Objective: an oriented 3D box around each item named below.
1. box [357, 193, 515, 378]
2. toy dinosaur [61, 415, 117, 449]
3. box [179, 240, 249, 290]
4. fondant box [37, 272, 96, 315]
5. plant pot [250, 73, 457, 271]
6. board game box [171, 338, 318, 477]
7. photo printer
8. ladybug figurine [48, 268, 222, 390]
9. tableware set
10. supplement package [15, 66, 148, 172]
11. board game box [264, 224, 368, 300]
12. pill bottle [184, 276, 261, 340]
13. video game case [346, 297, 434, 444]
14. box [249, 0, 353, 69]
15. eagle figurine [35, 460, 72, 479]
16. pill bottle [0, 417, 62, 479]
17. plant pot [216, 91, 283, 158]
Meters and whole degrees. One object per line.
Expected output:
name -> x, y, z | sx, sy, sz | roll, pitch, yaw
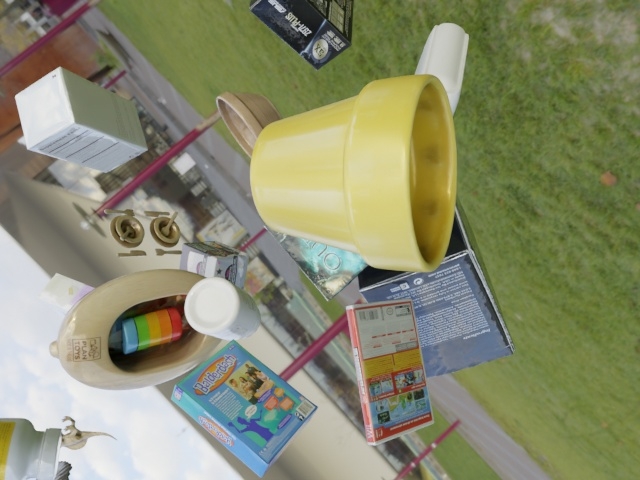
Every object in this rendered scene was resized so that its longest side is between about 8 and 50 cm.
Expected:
box -> 0.303, 0.051, 1.587 | 0.472, 0.297, 0.480 | 53, -158, -40
toy dinosaur -> -0.589, 0.469, 1.338 | 0.053, 0.183, 0.092 | -111, 2, -60
box -> -0.335, 0.143, 1.693 | 0.163, 0.247, 0.142 | 20, -164, 35
fondant box -> -0.649, 0.248, 1.679 | 0.238, 0.096, 0.330 | 13, 150, 34
plant pot -> 0.044, -0.089, 0.770 | 0.239, 0.254, 0.254 | 2, 149, 25
board game box -> -0.133, 0.291, 0.996 | 0.210, 0.160, 0.047 | 36, 127, 16
photo printer -> 0.272, -0.346, 1.369 | 0.107, 0.307, 0.256 | 17, 140, 2
ladybug figurine -> -0.448, 0.211, 1.405 | 0.162, 0.449, 0.305 | 21, 111, 48
tableware set -> -0.421, -0.027, 1.366 | 0.194, 0.039, 0.128 | -1, -116, -52
supplement package -> -0.407, -0.201, 0.962 | 0.179, 0.105, 0.105 | 17, -128, -68
board game box -> 0.000, 0.000, 1.012 | 0.186, 0.126, 0.026 | 49, -166, 10
pill bottle -> -0.223, 0.173, 1.338 | 0.131, 0.131, 0.229 | 46, 176, 19
video game case -> 0.154, 0.274, 1.211 | 0.025, 0.204, 0.285 | -19, 76, 45
box -> -0.023, -0.388, 0.875 | 0.147, 0.077, 0.180 | 32, -133, -35
eagle figurine -> -0.544, 0.552, 1.024 | 0.298, 0.225, 0.226 | 36, 171, 29
pill bottle -> -0.479, 0.309, 0.803 | 0.184, 0.103, 0.103 | 7, -172, -19
plant pot -> -0.174, -0.321, 1.533 | 0.237, 0.110, 0.237 | 49, 167, 15
